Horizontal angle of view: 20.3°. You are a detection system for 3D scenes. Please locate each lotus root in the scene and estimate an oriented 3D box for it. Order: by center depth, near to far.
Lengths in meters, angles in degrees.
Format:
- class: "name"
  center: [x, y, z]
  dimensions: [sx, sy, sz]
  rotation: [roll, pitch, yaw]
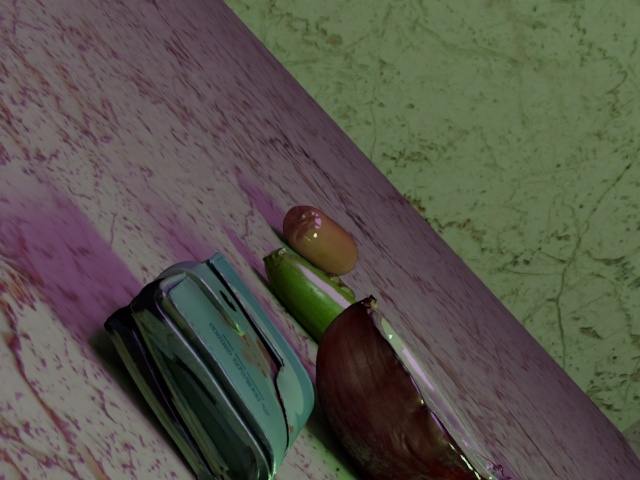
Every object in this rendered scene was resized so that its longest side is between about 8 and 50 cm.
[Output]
- class: "lotus root"
  center: [0.013, 0.067, 2.111]
  dimensions: [0.054, 0.049, 0.099]
  rotation: [44, 7, 12]

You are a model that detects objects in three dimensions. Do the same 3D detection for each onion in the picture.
- class: "onion"
  center: [0.091, 0.193, 1.727]
  dimensions: [0.283, 0.120, 0.227]
  rotation: [51, 6, 20]

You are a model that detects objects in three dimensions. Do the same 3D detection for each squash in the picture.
- class: "squash"
  center: [0.011, 0.083, 1.988]
  dimensions: [0.201, 0.066, 0.066]
  rotation: [46, 9, -13]

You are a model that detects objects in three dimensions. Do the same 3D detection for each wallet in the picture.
- class: "wallet"
  center: [-0.080, 0.101, 1.392]
  dimensions: [0.176, 0.075, 0.250]
  rotation: [57, 8, -2]

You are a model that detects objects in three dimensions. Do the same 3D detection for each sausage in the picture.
- class: "sausage"
  center: [0.000, 0.000, 2.291]
  dimensions: [0.062, 0.062, 0.154]
  rotation: [55, 8, 28]
